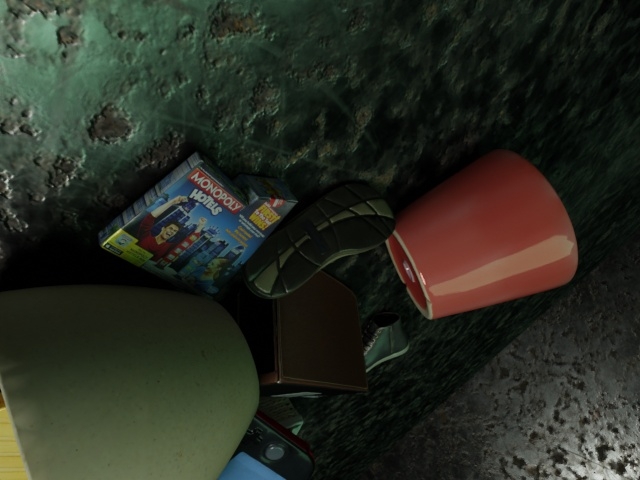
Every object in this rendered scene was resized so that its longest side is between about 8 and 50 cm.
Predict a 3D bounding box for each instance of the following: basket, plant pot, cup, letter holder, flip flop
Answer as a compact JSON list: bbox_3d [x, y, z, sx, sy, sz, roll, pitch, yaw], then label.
[{"bbox_3d":[-0.145,0.441,1.012,0.167,0.103,0.113,-5,133,-38],"label":"basket"},{"bbox_3d":[0.263,0.006,0.777,0.243,0.275,0.275,-25,143,-1],"label":"plant pot"},{"bbox_3d":[-0.216,0.186,0.508,0.236,0.331,0.331,-19,141,-38],"label":"cup"},{"bbox_3d":[-0.052,0.166,0.779,0.151,0.215,0.301,-16,153,26],"label":"letter holder"},{"bbox_3d":[0.000,0.000,0.670,0.277,0.112,0.080,-33,-179,-23],"label":"flip flop"}]

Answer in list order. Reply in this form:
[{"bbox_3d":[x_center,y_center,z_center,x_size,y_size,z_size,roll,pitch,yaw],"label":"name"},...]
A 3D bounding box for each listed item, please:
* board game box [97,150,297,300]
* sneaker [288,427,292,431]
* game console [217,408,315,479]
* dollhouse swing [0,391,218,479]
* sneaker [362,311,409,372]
[{"bbox_3d":[-0.137,-0.029,0.544,0.194,0.060,0.194,-40,144,1],"label":"board game box"},{"bbox_3d":[-0.192,0.573,1.130,0.290,0.106,0.123,-17,134,-41],"label":"sneaker"},{"bbox_3d":[-0.240,0.485,0.881,0.386,0.060,0.342,-40,118,9],"label":"game console"},{"bbox_3d":[-0.401,0.429,0.647,0.347,0.315,0.305,-43,156,7],"label":"dollhouse swing"},{"bbox_3d":[0.110,0.259,1.073,0.221,0.083,0.118,-25,124,-7],"label":"sneaker"}]
